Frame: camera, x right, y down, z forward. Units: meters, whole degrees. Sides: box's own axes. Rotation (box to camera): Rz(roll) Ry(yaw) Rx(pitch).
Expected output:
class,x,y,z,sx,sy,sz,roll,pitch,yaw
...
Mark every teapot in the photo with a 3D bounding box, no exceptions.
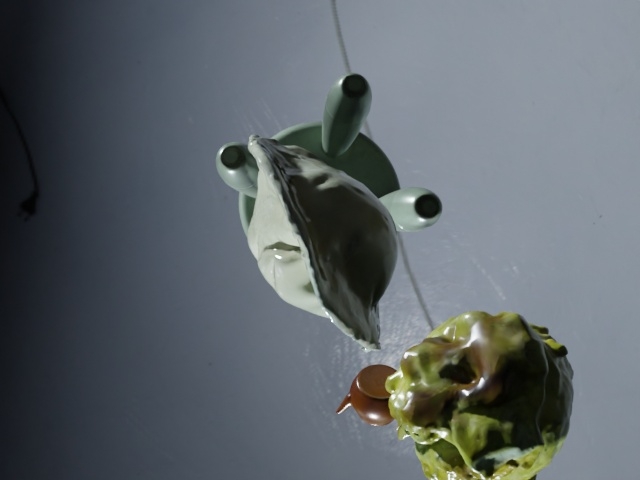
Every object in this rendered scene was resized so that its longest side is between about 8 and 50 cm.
class,x,y,z,sx,sy,sz,roll,pitch,yaw
teapot,0.115,0.302,1.567,0.173,0.116,0.116,-5,90,-7

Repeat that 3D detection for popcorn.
class,x,y,z,sx,sy,sz,roll,pitch,yaw
popcorn,0.250,0.243,1.302,0.312,0.312,0.312,0,91,18

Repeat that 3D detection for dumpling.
class,x,y,z,sx,sy,sz,roll,pitch,yaw
dumpling,-0.004,0.000,0.660,0.181,0.155,0.111,33,99,-4

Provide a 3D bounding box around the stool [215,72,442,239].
class,x,y,z,sx,sy,sz,roll,pitch,yaw
stool,0.003,-0.048,0.905,0.195,0.199,0.195,-31,90,-2
